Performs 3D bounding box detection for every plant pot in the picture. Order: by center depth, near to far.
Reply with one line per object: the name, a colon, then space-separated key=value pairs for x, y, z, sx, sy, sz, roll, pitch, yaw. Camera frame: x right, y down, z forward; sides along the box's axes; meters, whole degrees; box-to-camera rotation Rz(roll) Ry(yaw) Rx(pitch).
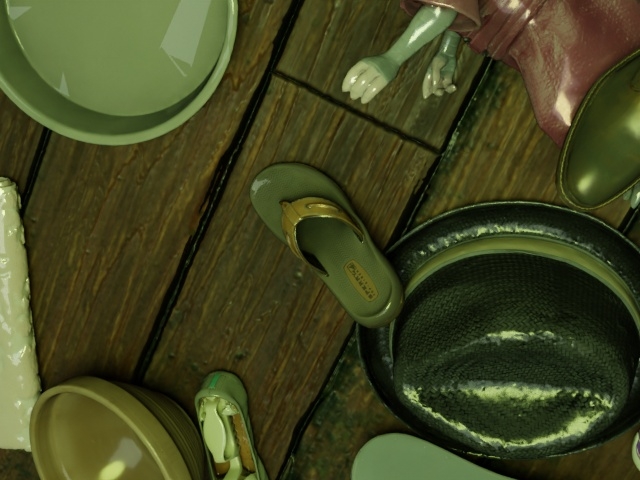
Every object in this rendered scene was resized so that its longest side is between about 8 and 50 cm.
plant pot: x=-0.211 y=0.247 z=1.196 sx=0.237 sy=0.110 sz=0.237 roll=18 pitch=123 yaw=31

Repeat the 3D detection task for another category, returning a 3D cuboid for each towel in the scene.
towel: x=-0.487 y=0.086 z=1.252 sx=0.317 sy=0.053 sz=0.332 roll=2 pitch=108 yaw=12

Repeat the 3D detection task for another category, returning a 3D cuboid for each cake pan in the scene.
cake pan: x=-0.220 y=-0.246 z=1.080 sx=0.293 sy=0.054 sz=0.293 roll=4 pitch=109 yaw=11

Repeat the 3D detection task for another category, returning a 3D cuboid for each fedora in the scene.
fedora: x=0.191 y=0.120 z=1.064 sx=0.334 sy=0.152 sz=0.334 roll=4 pitch=109 yaw=11

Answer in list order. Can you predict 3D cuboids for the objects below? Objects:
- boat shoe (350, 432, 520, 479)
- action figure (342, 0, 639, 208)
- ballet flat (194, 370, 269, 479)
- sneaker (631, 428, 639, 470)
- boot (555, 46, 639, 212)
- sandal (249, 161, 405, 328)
boat shoe: x=0.200 y=0.344 z=1.142 sx=0.367 sy=0.136 sz=0.156 roll=21 pitch=152 yaw=17
action figure: x=0.175 y=-0.205 z=0.907 sx=0.370 sy=0.248 sz=0.276 roll=36 pitch=111 yaw=-5
ballet flat: x=-0.106 y=0.256 z=1.219 sx=0.072 sy=0.068 sz=0.213 roll=-7 pitch=107 yaw=14
sneaker: x=0.413 y=0.222 z=1.090 sx=0.170 sy=0.068 sz=0.071 roll=6 pitch=123 yaw=10
boot: x=0.266 y=-0.114 z=0.797 sx=0.082 sy=0.106 sz=0.219 roll=40 pitch=84 yaw=-5
sandal: x=0.000 y=0.000 z=1.079 sx=0.090 sy=0.060 sz=0.219 roll=-43 pitch=66 yaw=17
